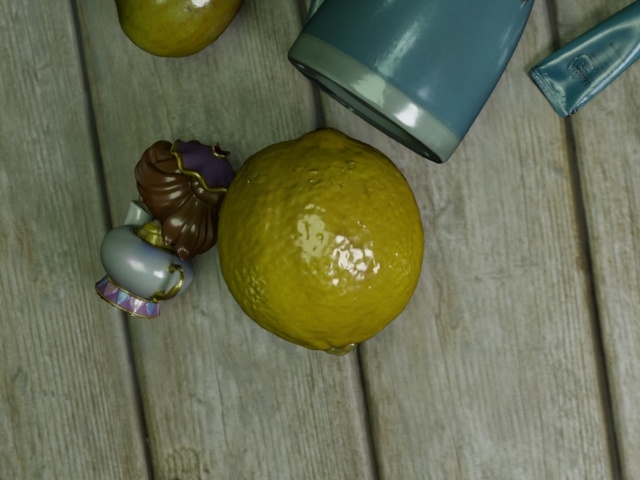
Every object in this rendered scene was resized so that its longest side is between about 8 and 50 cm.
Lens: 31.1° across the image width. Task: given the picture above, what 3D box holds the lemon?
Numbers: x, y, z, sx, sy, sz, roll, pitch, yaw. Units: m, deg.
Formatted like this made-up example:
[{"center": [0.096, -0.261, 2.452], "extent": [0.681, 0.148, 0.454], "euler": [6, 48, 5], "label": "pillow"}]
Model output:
[{"center": [0.000, -0.002, 1.480], "extent": [0.293, 0.293, 0.293], "euler": [1, 94, 11], "label": "lemon"}]

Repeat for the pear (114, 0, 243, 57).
[{"center": [-0.191, -0.345, 1.537], "extent": [0.199, 0.200, 0.200], "euler": [1, 94, 11], "label": "pear"}]

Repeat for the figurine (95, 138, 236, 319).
[{"center": [-0.207, -0.026, 1.582], "extent": [0.189, 0.142, 0.263], "euler": [40, 106, 41], "label": "figurine"}]

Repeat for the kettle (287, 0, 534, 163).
[{"center": [0.124, -0.321, 1.471], "extent": [0.319, 0.247, 0.342], "euler": [34, 92, 34], "label": "kettle"}]

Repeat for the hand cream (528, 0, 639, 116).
[{"center": [0.384, -0.258, 1.503], "extent": [0.224, 0.048, 0.083], "euler": [-38, 88, 16], "label": "hand cream"}]
